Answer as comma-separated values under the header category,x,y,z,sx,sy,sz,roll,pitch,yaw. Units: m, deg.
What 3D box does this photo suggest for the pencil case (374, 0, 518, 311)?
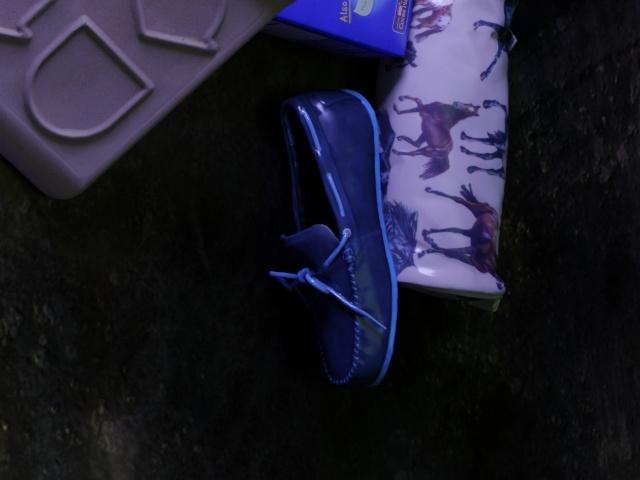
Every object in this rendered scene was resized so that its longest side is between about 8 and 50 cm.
category,x,y,z,sx,sy,sz,roll,pitch,yaw
pencil case,0.152,-0.124,2.321,0.183,0.160,0.410,4,88,-31

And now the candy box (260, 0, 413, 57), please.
category,x,y,z,sx,sy,sz,roll,pitch,yaw
candy box,-0.035,-0.364,2.179,0.317,0.122,0.268,14,83,-41

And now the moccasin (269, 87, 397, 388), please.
category,x,y,z,sx,sy,sz,roll,pitch,yaw
moccasin,0.000,0.000,2.233,0.117,0.138,0.342,0,77,-37

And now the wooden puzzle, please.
category,x,y,z,sx,sy,sz,roll,pitch,yaw
wooden puzzle,-0.242,-0.250,1.950,0.348,0.080,0.322,-39,123,8
